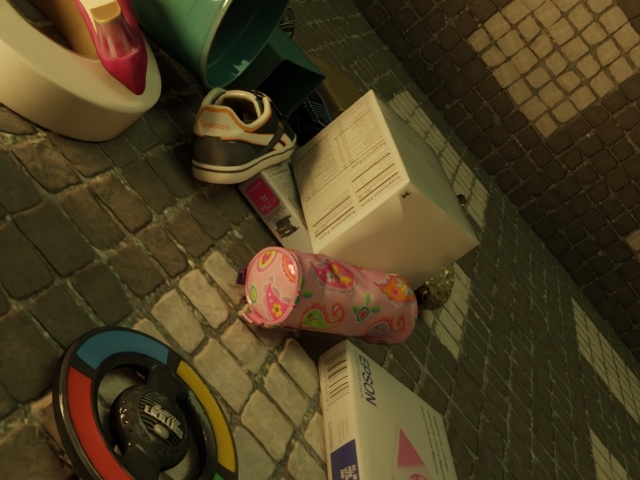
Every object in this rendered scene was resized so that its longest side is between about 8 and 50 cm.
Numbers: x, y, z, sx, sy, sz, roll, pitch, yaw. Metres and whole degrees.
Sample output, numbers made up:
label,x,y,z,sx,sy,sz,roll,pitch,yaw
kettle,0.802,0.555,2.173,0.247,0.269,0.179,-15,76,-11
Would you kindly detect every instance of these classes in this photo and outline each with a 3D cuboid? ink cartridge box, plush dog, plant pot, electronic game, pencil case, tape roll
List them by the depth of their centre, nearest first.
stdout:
label,x,y,z,sx,sy,sz,roll,pitch,yaw
electronic game,-0.167,0.184,0.831,0.229,0.048,0.229,43,23,-23
tape roll,-0.384,-0.305,1.135,0.392,0.072,0.392,43,22,-22
ink cartridge box,0.135,0.343,1.177,0.330,0.071,0.324,39,24,-28
pencil case,0.017,0.086,1.228,0.284,0.124,0.124,14,42,-44
plant pot,-0.208,-0.424,1.343,0.255,0.271,0.271,34,20,5
ink cartridge box,0.000,0.000,1.453,0.311,0.065,0.186,50,21,1
plant pot,-0.147,-0.350,1.586,0.234,0.166,0.165,54,20,19
plush dog,0.215,0.032,1.715,0.262,0.211,0.225,6,76,-60
ink cartridge box,0.030,-0.331,2.005,0.235,0.088,0.193,12,43,-58

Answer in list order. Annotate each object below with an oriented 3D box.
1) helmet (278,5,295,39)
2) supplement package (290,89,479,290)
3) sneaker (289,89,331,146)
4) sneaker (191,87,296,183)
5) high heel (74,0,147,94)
label,x,y,z,sx,sy,sz,roll,pitch,yaw
helmet,-0.137,-0.448,1.744,0.169,0.162,0.169,43,23,-23
supplement package,0.100,-0.070,1.413,0.199,0.198,0.262,37,25,-36
sneaker,-0.023,-0.260,1.791,0.232,0.081,0.090,59,15,15
sneaker,-0.115,-0.191,1.381,0.126,0.127,0.321,8,19,10
high heel,-0.285,-0.301,1.166,0.244,0.082,0.117,-125,-164,-48
